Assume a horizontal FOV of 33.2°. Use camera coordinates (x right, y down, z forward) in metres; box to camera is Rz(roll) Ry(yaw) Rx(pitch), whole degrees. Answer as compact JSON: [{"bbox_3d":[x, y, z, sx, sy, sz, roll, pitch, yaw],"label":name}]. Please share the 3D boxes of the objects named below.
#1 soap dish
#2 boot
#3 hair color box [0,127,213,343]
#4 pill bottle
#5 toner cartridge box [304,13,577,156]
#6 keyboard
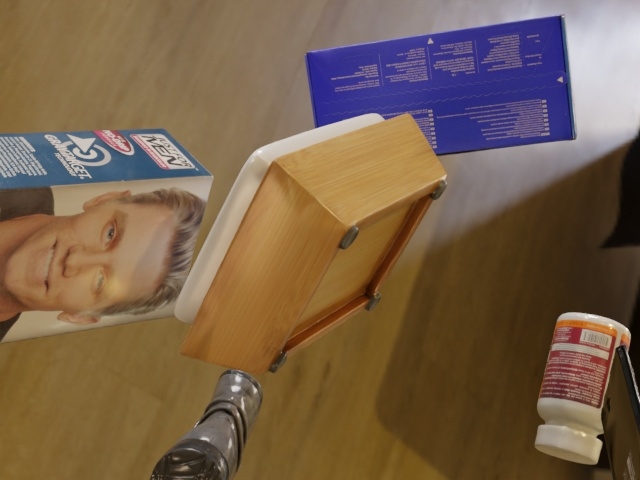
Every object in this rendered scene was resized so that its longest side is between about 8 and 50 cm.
[{"bbox_3d":[0.000,0.000,1.082,0.291,0.118,0.229,-27,150,-58],"label":"soap dish"},{"bbox_3d":[-0.167,0.339,1.331,0.118,0.338,0.223,31,21,1],"label":"boot"},{"bbox_3d":[-0.284,-0.002,1.003,0.347,0.105,0.174,-8,127,-40],"label":"hair color box"},{"bbox_3d":[0.417,0.237,1.720,0.121,0.121,0.221,32,69,-42],"label":"pill bottle"},{"bbox_3d":[0.163,-0.200,1.453,0.075,0.347,0.165,-42,125,-70],"label":"toner cartridge box"},{"bbox_3d":[0.216,0.164,0.695,0.192,0.038,0.100,-84,176,-52],"label":"keyboard"}]
